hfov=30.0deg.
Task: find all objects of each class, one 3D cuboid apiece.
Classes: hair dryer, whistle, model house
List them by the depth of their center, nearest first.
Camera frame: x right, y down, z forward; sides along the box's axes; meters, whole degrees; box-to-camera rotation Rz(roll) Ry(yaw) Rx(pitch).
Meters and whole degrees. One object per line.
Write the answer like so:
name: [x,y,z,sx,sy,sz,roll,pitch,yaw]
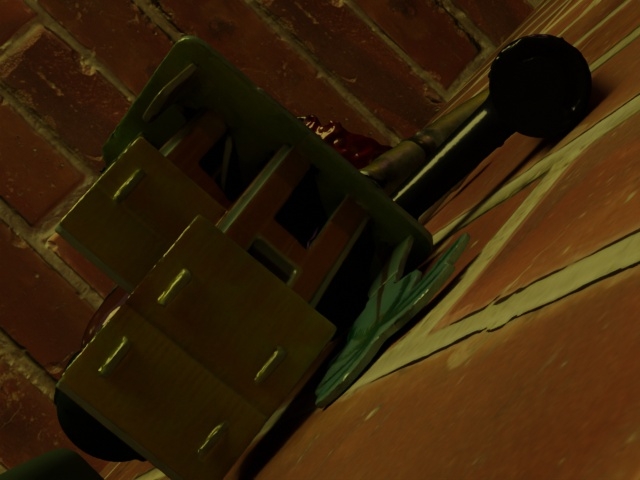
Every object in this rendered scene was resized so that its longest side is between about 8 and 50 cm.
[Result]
model house: [-0.078,0.012,0.985,0.340,0.300,0.323,-44,9,44]
hair dryer: [0.140,-0.095,1.116,0.251,0.089,0.197,-42,3,14]
whistle: [0.151,-0.120,1.493,0.326,0.057,0.068,-36,-29,-42]

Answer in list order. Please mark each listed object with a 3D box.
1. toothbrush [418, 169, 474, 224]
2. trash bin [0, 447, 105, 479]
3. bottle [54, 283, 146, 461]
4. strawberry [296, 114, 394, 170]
toothbrush: [0.062,0.023,1.423,0.386,0.040,0.040,-49,0,31]
trash bin: [-0.300,0.319,1.098,0.223,0.158,0.343,-46,2,1]
bottle: [-0.149,0.080,1.219,0.144,0.144,0.336,-44,12,42]
strawberry: [-0.016,-0.044,1.622,0.336,0.265,0.149,136,153,-66]
